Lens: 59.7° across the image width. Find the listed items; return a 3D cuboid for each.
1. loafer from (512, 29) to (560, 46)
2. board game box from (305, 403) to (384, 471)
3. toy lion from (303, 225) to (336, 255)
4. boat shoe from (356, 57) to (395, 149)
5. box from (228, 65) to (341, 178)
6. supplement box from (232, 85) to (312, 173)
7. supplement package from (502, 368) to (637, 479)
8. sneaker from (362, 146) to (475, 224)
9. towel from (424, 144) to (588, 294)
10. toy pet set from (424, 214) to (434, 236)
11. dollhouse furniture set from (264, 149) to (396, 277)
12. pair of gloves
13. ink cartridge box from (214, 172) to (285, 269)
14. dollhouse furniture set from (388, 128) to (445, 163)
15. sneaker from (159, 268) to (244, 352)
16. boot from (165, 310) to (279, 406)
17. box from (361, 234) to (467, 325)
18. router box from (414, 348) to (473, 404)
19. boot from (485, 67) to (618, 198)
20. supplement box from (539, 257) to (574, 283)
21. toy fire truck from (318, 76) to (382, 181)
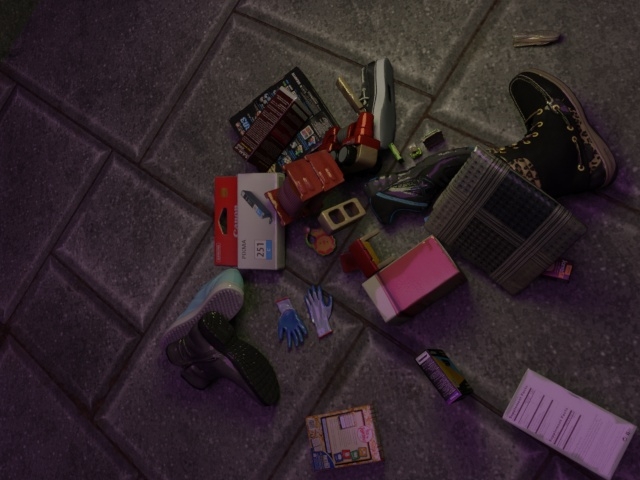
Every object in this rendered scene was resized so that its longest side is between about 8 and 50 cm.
[{"bbox_3d":[0.603,-0.564,1.562,0.125,0.039,0.045,9,48,22],"label":"loafer"},{"bbox_3d":[0.064,0.537,1.515,0.193,0.045,0.147,-16,71,19],"label":"board game box"},{"bbox_3d":[0.000,0.000,1.683,0.100,0.034,0.096,-6,83,22],"label":"toy lion"},{"bbox_3d":[0.157,-0.405,1.669,0.105,0.113,0.306,-8,72,28],"label":"boat shoe"},{"bbox_3d":[-0.112,-0.361,1.793,0.293,0.073,0.295,-36,67,12],"label":"box"},{"bbox_3d":[-0.144,-0.332,1.691,0.073,0.130,0.239,41,94,23],"label":"supplement box"},{"bbox_3d":[0.565,0.414,1.281,0.244,0.139,0.134,27,88,27],"label":"supplement package"},{"bbox_3d":[0.296,-0.156,1.561,0.341,0.125,0.139,-22,87,22],"label":"sneaker"},{"bbox_3d":[0.432,-0.040,1.355,0.312,0.324,0.056,39,56,10],"label":"towel"},{"bbox_3d":[0.345,-0.066,1.531,0.114,0.065,0.122,-25,69,16],"label":"toy pet set"},{"bbox_3d":[0.017,-0.041,1.550,0.152,0.201,0.374,-26,79,-27],"label":"dollhouse furniture set"},{"bbox_3d":[-0.046,0.224,1.651,0.198,0.023,0.159,-24,70,17],"label":"pair of gloves"},{"bbox_3d":[-0.238,-0.059,1.740,0.261,0.066,0.296,1,92,23],"label":"ink cartridge box"},{"bbox_3d":[0.278,-0.285,1.606,0.152,0.076,0.058,-32,68,14],"label":"dollhouse furniture set"},{"bbox_3d":[-0.360,0.225,1.749,0.366,0.135,0.150,-38,25,21],"label":"sneaker"},{"bbox_3d":[-0.291,0.389,1.664,0.223,0.118,0.338,-44,82,27],"label":"boot"},{"bbox_3d":[0.252,0.111,1.481,0.232,0.148,0.127,-37,67,12],"label":"box"},{"bbox_3d":[0.309,0.335,1.386,0.046,0.179,0.133,-42,66,12],"label":"router box"},{"bbox_3d":[0.525,-0.251,1.401,0.284,0.138,0.377,-23,73,-17],"label":"boot"},{"bbox_3d":[0.589,0.070,1.406,0.083,0.043,0.055,13,82,25],"label":"supplement box"},{"bbox_3d":[0.074,-0.317,1.605,0.217,0.158,0.246,-4,74,61],"label":"toy fire truck"}]
